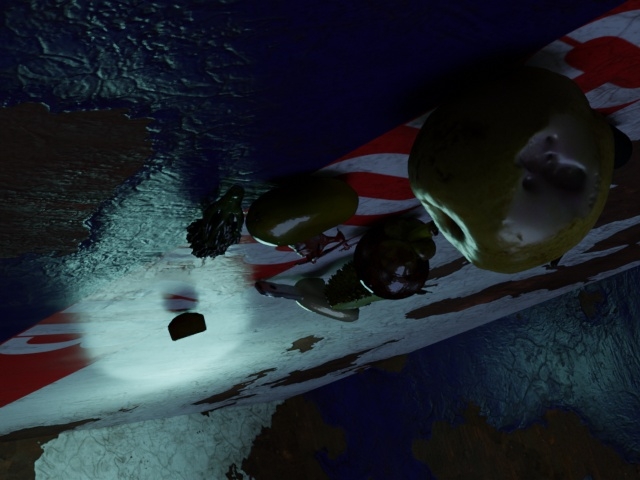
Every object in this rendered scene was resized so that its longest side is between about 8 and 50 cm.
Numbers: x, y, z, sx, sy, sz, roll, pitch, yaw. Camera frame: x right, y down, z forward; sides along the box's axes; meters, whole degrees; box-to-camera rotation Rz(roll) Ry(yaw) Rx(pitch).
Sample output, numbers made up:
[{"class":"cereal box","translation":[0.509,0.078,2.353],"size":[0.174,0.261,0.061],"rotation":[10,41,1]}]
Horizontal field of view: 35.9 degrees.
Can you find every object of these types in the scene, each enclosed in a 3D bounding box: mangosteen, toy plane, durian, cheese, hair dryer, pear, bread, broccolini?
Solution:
[{"class":"mangosteen","translation":[0.139,0.020,1.848],"size":[0.146,0.156,0.181],"rotation":[10,131,-4]},{"class":"toy plane","translation":[0.006,-0.003,1.717],"size":[0.194,0.077,0.126],"rotation":[-14,171,-41]},{"class":"durian","translation":[0.113,0.072,2.067],"size":[0.221,0.137,0.095],"rotation":[-4,130,-17]},{"class":"cheese","translation":[-0.034,0.115,2.077],"size":[0.235,0.127,0.049],"rotation":[9,117,-38]},{"class":"hair dryer","translation":[0.433,-0.075,1.637],"size":[0.070,0.255,0.128],"rotation":[24,-175,30]},{"class":"pear","translation":[0.254,-0.095,1.299],"size":[0.271,0.271,0.271],"rotation":[-15,166,-4]},{"class":"bread","translation":[-0.286,0.180,2.113],"size":[0.085,0.053,0.085],"rotation":[-19,178,-1]},{"class":"broccolini","translation":[-0.143,-0.040,1.463],"size":[0.091,0.068,0.202],"rotation":[10,147,-18]}]

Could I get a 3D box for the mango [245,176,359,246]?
[{"class":"mango","translation":[-0.023,-0.050,1.492],"size":[0.191,0.085,0.122],"rotation":[-22,159,-24]}]
